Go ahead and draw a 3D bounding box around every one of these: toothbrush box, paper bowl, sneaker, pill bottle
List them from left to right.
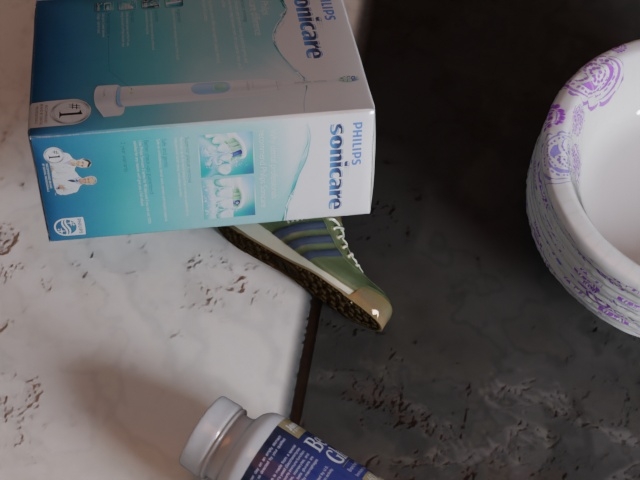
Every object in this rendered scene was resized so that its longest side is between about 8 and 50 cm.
[{"bbox_3d":[-0.111,-0.126,1.111,0.295,0.126,0.216,-7,43,-6],"label":"toothbrush box"},{"bbox_3d":[-0.030,0.204,1.009,0.169,0.094,0.094,31,66,10],"label":"pill bottle"},{"bbox_3d":[0.000,0.000,1.125,0.192,0.064,0.086,32,71,15],"label":"sneaker"},{"bbox_3d":[0.333,-0.038,1.121,0.284,0.148,0.284,2,65,-3],"label":"paper bowl"}]
